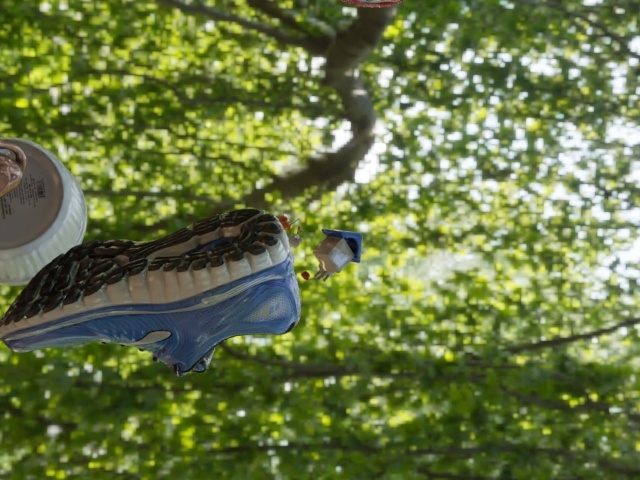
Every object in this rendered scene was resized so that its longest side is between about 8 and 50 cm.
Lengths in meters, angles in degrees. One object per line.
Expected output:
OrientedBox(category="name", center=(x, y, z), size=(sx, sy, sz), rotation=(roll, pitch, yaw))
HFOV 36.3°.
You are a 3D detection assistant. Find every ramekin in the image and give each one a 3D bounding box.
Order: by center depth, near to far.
OrientedBox(category="ramekin", center=(-0.439, -0.048, 1.376), size=(0.109, 0.207, 0.207), rotation=(113, -25, -70))

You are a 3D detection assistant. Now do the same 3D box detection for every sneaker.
OrientedBox(category="sneaker", center=(-0.172, 0.079, 0.971), size=(0.130, 0.330, 0.147), rotation=(-70, 144, -56))

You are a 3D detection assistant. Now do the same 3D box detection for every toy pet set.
OrientedBox(category="toy pet set", center=(0.000, 0.000, 1.432), size=(0.114, 0.065, 0.122), rotation=(9, -40, 49))

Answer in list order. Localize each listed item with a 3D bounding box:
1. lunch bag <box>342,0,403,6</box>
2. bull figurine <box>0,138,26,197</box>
OrientedBox(category="lunch bag", center=(0.106, -0.354, 0.961), size=(0.293, 0.258, 0.120), rotation=(-37, -112, 38))
OrientedBox(category="bull figurine", center=(-0.489, -0.046, 1.110), size=(0.101, 0.310, 0.188), rotation=(41, -22, 31))
